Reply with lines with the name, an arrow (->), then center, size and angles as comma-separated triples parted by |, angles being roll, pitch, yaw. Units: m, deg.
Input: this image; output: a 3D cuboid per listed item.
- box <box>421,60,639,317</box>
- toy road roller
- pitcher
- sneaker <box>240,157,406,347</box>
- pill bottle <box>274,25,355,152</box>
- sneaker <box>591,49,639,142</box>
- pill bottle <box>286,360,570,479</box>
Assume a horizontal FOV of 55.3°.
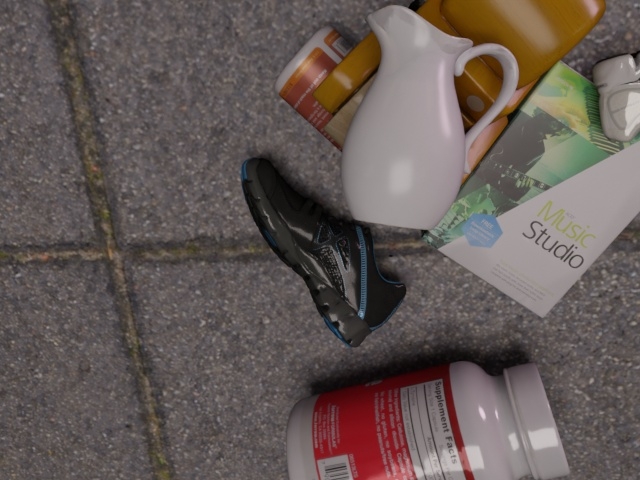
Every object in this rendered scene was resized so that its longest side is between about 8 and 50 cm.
box -> 0.336, -0.069, 0.906 | 0.232, 0.058, 0.322 | 32, 111, -4
toy road roller -> 0.174, -0.221, 0.731 | 0.202, 0.329, 0.241 | 44, 156, -7
pitcher -> 0.115, -0.115, 0.634 | 0.178, 0.125, 0.207 | 8, 94, -13
sneaker -> 0.000, 0.000, 0.976 | 0.140, 0.125, 0.340 | -36, 99, -8
pill bottle -> 0.049, -0.189, 0.874 | 0.216, 0.121, 0.121 | 42, 111, -7
sneaker -> 0.500, -0.184, 0.789 | 0.292, 0.110, 0.118 | -3, 94, 3
pill bottle -> 0.169, 0.327, 0.991 | 0.408, 0.229, 0.228 | -17, 107, 15
